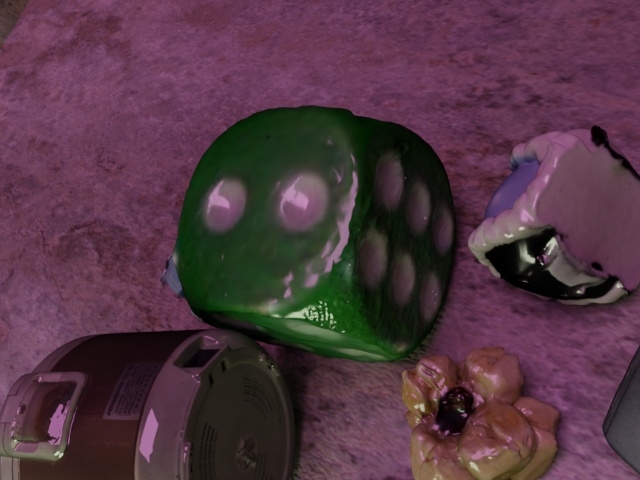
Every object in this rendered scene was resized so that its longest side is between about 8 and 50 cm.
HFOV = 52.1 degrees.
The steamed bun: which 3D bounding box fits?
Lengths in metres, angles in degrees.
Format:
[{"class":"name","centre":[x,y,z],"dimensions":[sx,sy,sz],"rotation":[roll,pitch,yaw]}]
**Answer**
[{"class":"steamed bun","centre":[0.187,0.219,0.792],"dimensions":[0.192,0.106,0.177],"rotation":[-21,58,21]}]

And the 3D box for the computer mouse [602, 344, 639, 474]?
[{"class":"computer mouse","centre":[0.438,0.115,0.683],"dimensions":[0.188,0.122,0.370],"rotation":[26,85,39]}]

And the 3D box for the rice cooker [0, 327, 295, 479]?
[{"class":"rice cooker","centre":[-0.235,0.280,0.886],"dimensions":[0.325,0.335,0.335],"rotation":[-5,63,26]}]

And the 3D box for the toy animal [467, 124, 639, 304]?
[{"class":"toy animal","centre":[0.294,-0.030,0.811],"dimensions":[0.156,0.208,0.204],"rotation":[8,69,63]}]

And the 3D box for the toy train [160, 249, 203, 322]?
[{"class":"toy train","centre":[-0.165,0.035,1.115],"dimensions":[0.203,0.112,0.163],"rotation":[-52,44,-1]}]

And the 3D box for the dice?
[{"class":"dice","centre":[0.000,0.000,0.905],"dimensions":[0.300,0.297,0.287],"rotation":[1,69,32]}]
